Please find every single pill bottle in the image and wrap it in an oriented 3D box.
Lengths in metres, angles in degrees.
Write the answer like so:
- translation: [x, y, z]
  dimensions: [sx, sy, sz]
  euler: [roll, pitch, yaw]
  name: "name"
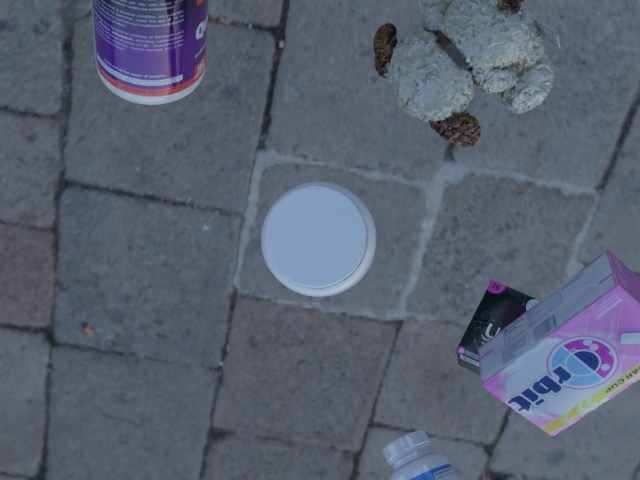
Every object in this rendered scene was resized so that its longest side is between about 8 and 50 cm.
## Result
- translation: [0.000, 0.000, 1.390]
  dimensions: [0.160, 0.283, 0.160]
  euler: [0, 88, 3]
  name: "pill bottle"
- translation: [-0.262, -0.374, 1.498]
  dimensions: [0.182, 0.181, 0.323]
  euler: [8, 144, -3]
  name: "pill bottle"
- translation: [0.204, 0.476, 1.829]
  dimensions: [0.124, 0.221, 0.124]
  euler: [-23, 157, -10]
  name: "pill bottle"

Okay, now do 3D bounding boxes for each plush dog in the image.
- translation: [0.204, -0.270, 1.446]
  dimensions: [0.225, 0.210, 0.262]
  euler: [-42, 86, 0]
  name: "plush dog"

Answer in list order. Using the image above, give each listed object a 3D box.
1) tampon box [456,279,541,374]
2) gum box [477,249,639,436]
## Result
- translation: [0.346, 0.179, 1.857]
  dimensions: [0.120, 0.161, 0.101]
  euler: [24, 165, 17]
  name: "tampon box"
- translation: [0.258, 0.111, 0.991]
  dimensions: [0.107, 0.062, 0.188]
  euler: [38, 119, -19]
  name: "gum box"
